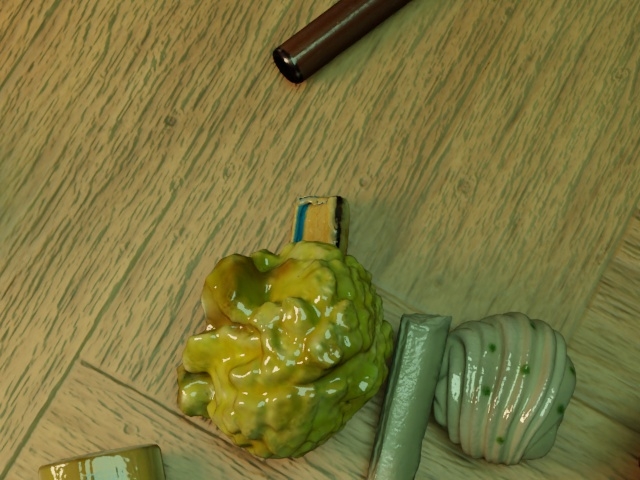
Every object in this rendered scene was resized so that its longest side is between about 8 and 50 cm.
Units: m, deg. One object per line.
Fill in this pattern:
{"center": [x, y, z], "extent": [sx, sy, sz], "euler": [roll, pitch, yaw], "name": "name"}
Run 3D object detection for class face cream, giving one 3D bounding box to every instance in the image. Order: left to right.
{"center": [-0.223, 0.376, 1.491], "extent": [0.139, 0.067, 0.285], "euler": [-10, 78, -5], "name": "face cream"}

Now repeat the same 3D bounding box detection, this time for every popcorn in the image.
{"center": [-0.049, 0.123, 1.506], "extent": [0.251, 0.206, 0.237], "euler": [-9, 98, 12], "name": "popcorn"}

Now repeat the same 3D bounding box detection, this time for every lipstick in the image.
{"center": [0.091, -0.317, 1.695], "extent": [0.356, 0.057, 0.057], "euler": [-39, 83, -12], "name": "lipstick"}

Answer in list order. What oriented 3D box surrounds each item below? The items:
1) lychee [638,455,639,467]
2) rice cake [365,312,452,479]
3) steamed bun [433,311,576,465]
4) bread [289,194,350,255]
{"center": [0.482, 0.265, 1.485], "extent": [0.264, 0.264, 0.300], "euler": [11, 94, -2], "name": "lychee"}
{"center": [0.095, 0.204, 1.542], "extent": [0.057, 0.052, 0.256], "euler": [13, 90, 2], "name": "rice cake"}
{"center": [0.212, 0.167, 1.564], "extent": [0.183, 0.106, 0.183], "euler": [2, 75, -6], "name": "steamed bun"}
{"center": [0.000, 0.000, 1.613], "extent": [0.072, 0.053, 0.106], "euler": [1, 72, 19], "name": "bread"}
